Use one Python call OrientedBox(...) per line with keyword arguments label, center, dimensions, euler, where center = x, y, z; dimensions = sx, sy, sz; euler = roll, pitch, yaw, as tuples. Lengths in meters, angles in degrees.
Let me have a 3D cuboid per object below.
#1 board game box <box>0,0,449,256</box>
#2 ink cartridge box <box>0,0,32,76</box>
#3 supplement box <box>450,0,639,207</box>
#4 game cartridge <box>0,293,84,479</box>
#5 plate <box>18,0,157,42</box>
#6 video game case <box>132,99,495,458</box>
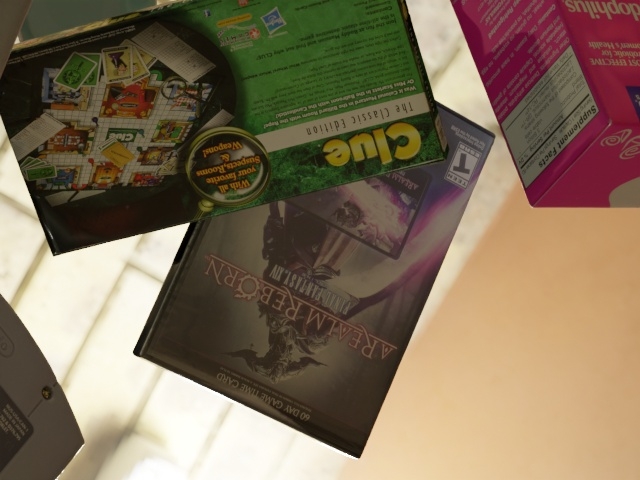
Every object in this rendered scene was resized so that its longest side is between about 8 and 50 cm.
OrientedBox(label="board game box", center=(-0.064, -0.083, 1.161), dimensions=(0.259, 0.136, 0.030), euler=(-13, -164, 13))
OrientedBox(label="ink cartridge box", center=(-0.137, -0.134, 0.442), dimensions=(0.311, 0.185, 0.065), euler=(-68, -162, -1))
OrientedBox(label="supplement box", center=(0.187, -0.142, 1.389), dimensions=(0.114, 0.111, 0.220), euler=(-49, -130, 48))
OrientedBox(label="game cartridge", center=(-0.338, 0.117, 1.642), dimensions=(0.062, 0.297, 0.198), euler=(-18, -154, 40))
OrientedBox(label="plate", center=(-0.210, -0.208, 1.664), dimensions=(0.024, 0.188, 0.188), euler=(2, -117, 35))
OrientedBox(label="video game case", center=(0.000, 0.000, 1.430), dimensions=(0.026, 0.196, 0.274), euler=(-1, -116, 65))
